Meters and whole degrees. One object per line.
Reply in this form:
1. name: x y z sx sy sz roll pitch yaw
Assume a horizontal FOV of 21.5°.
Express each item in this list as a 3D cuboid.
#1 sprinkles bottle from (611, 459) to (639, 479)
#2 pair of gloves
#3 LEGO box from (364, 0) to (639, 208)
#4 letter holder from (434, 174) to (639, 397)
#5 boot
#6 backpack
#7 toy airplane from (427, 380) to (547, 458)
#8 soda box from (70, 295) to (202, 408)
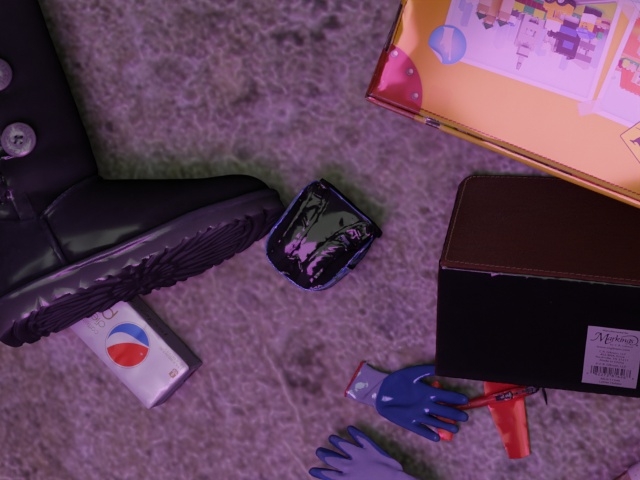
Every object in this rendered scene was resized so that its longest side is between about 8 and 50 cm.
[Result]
1. sprinkles bottle: 0.362 0.300 1.828 0.355 0.121 0.121 -39 84 18
2. pair of gloves: 0.080 0.222 1.917 0.159 0.023 0.198 19 74 32
3. LEGO box: 0.350 -0.241 1.759 0.500 0.193 0.372 23 110 12
4. letter holder: 0.291 0.045 1.864 0.302 0.214 0.152 5 124 9
5. boot: -0.292 -0.148 1.946 0.367 0.146 0.445 -22 74 -17
6. backpack: 0.000 0.000 1.934 0.105 0.084 0.114 41 94 7
7. toy airplane: 0.187 0.182 1.932 0.151 0.028 0.151 0 89 11
8. soda box: -0.243 0.097 1.990 0.216 0.069 0.074 45 98 8
